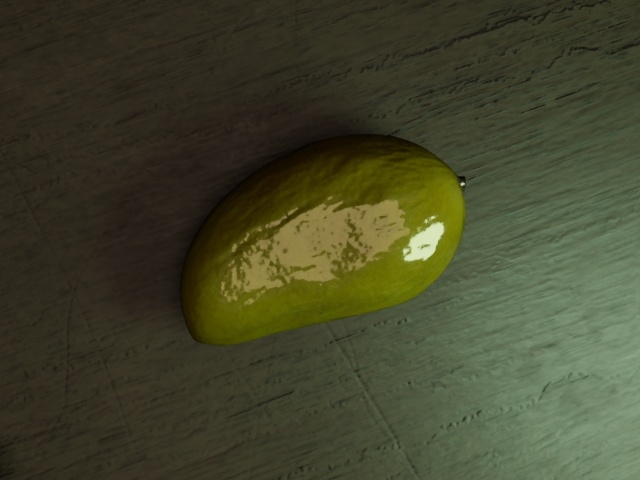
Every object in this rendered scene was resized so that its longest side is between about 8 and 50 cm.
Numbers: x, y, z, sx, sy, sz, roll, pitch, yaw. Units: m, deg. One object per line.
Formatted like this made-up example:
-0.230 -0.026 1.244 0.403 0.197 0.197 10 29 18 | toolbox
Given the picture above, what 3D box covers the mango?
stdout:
0.000 -0.009 1.361 0.331 0.142 0.195 -14 90 -4 | mango
